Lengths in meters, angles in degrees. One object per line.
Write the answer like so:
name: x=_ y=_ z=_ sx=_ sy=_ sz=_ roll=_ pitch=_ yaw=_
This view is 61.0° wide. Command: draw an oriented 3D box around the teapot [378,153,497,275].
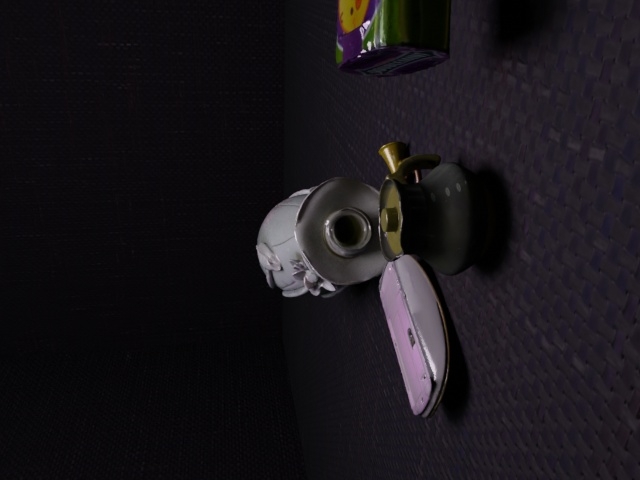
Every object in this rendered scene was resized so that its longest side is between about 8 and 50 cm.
teapot: x=0.127 y=-0.038 z=0.634 sx=0.130 sy=0.119 sz=0.166 roll=101 pitch=165 yaw=-50

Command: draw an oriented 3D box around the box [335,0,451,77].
box: x=0.075 y=-0.348 z=0.529 sx=0.134 sy=0.097 sz=0.346 roll=-167 pitch=76 yaw=-68

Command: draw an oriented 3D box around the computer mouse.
computer mouse: x=0.139 y=0.130 z=0.785 sx=0.126 sy=0.056 sz=0.245 roll=99 pitch=166 yaw=-45

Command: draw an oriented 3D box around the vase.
vase: x=0.000 y=0.000 z=1.109 sx=0.445 sy=0.249 sz=0.250 roll=160 pitch=108 yaw=-75

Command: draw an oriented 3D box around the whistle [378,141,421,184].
whistle: x=0.135 y=-0.106 z=0.861 sx=0.046 sy=0.057 sz=0.109 roll=18 pitch=-130 yaw=-52
